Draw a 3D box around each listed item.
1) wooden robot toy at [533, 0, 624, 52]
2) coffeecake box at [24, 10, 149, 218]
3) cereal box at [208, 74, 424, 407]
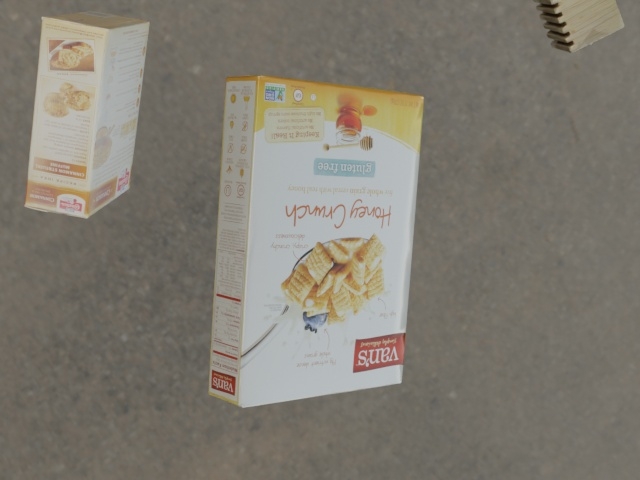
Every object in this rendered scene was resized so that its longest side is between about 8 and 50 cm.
[{"bbox_3d":[0.066,-0.152,0.440,0.079,0.076,0.173,-28,124,2],"label":"wooden robot toy"},{"bbox_3d":[-0.233,-0.131,1.034,0.068,0.142,0.185,11,106,4],"label":"coffeecake box"},{"bbox_3d":[0.000,0.000,0.790,0.173,0.047,0.240,-2,97,-42],"label":"cereal box"}]
